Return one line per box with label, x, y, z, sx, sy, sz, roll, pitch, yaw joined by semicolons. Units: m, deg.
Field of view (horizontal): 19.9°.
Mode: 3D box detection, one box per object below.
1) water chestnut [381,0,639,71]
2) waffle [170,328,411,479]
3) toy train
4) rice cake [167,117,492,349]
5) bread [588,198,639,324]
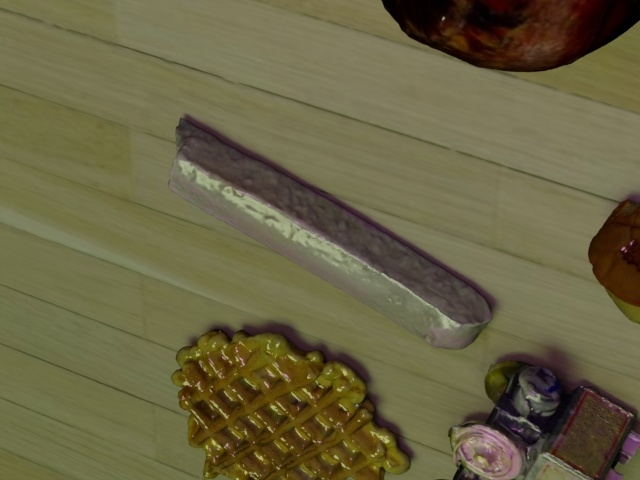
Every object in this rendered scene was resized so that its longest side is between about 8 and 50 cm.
water chestnut;0.124;-0.294;1.397;0.350;0.302;0.351;173;90;-73
waffle;-0.046;0.224;2.175;0.300;0.058;0.282;-6;122;37
toy train;0.217;0.248;1.954;0.177;0.134;0.261;31;138;8
rice cake;0.000;0.000;1.941;0.399;0.064;0.070;31;143;9
bread;0.328;0.025;1.695;0.156;0.125;0.086;3;145;28
